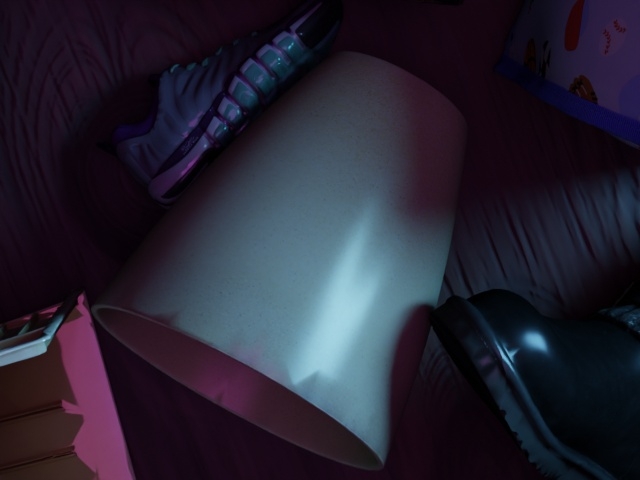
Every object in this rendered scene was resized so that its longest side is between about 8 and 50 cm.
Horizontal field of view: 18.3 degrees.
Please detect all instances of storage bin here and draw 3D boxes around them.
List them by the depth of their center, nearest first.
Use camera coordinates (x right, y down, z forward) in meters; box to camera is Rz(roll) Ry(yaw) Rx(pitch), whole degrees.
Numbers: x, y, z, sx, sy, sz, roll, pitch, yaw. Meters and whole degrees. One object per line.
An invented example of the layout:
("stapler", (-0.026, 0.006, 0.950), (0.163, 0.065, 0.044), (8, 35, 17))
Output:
("storage bin", (-0.219, 0.193, 1.531), (0.123, 0.260, 0.262), (-14, 97, 1))

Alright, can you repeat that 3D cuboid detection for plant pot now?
("plant pot", (0.000, 0.000, 1.553), (0.256, 0.256, 0.274), (31, 77, -7))

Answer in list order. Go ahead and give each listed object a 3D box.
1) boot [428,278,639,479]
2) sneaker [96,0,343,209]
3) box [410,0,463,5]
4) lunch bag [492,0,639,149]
("boot", (0.248, 0.067, 1.558), (0.260, 0.348, 0.131), (-42, 55, 4))
("sneaker", (-0.081, -0.134, 1.601), (0.098, 0.083, 0.224), (39, 80, 18))
("box", (-0.018, -0.340, 1.519), (0.295, 0.073, 0.293), (7, 91, 4))
("lunch bag", (0.311, -0.206, 1.460), (0.238, 0.385, 0.328), (22, 97, -6))
